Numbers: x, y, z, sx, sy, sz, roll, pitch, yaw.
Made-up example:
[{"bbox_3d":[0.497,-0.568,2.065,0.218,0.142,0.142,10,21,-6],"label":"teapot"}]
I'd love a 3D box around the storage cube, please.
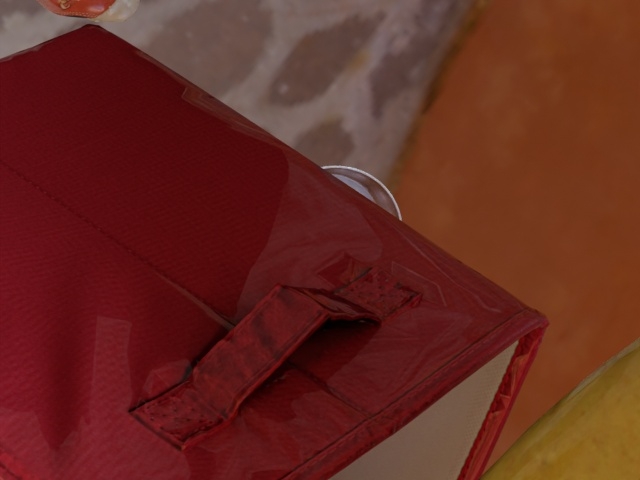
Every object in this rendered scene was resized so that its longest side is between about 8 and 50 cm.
[{"bbox_3d":[-0.079,0.071,0.527,0.184,0.193,0.215,-28,145,-49],"label":"storage cube"}]

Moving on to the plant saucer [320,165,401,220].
[{"bbox_3d":[0.000,0.000,1.732,0.168,0.029,0.168,-8,115,-18],"label":"plant saucer"}]

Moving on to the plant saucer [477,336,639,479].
[{"bbox_3d":[0.082,0.221,0.434,0.081,0.333,0.333,-7,161,14],"label":"plant saucer"}]

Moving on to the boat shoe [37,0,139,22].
[{"bbox_3d":[-0.102,-0.124,0.658,0.043,0.137,0.049,27,109,-34],"label":"boat shoe"}]
